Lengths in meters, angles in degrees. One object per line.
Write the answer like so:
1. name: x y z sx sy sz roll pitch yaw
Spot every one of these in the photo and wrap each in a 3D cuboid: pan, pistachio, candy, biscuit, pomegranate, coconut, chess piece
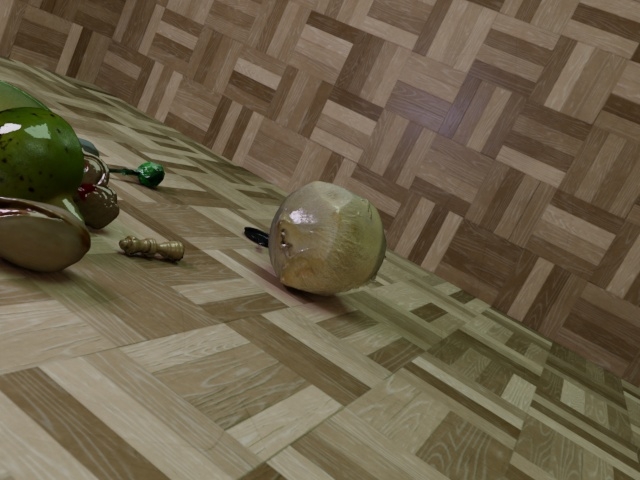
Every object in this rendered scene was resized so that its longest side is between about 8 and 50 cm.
1. pan: -0.213 -0.001 2.143 0.136 0.028 0.235 23 8 -10
2. pistachio: -0.557 -0.014 1.166 0.215 0.143 0.144 19 13 -34
3. candy: -0.689 -0.240 2.103 0.097 0.097 0.324 33 21 33
4. biscuit: -0.638 -0.169 1.540 0.184 0.047 0.319 -16 76 -25
5. pomegranate: -0.645 -0.144 1.353 0.340 0.260 0.260 54 18 12
6. coconut: 0.000 0.000 1.835 0.361 0.346 0.346 20 13 -35
7. chess piece: -0.430 0.019 1.525 0.060 0.060 0.172 35 17 38

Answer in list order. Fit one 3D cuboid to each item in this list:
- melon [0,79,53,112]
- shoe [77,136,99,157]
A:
1. melon: -0.801 -0.253 1.677 0.344 0.331 0.226 30 47 -17
2. shoe: -0.850 -0.305 1.954 0.251 0.103 0.100 15 8 -46
